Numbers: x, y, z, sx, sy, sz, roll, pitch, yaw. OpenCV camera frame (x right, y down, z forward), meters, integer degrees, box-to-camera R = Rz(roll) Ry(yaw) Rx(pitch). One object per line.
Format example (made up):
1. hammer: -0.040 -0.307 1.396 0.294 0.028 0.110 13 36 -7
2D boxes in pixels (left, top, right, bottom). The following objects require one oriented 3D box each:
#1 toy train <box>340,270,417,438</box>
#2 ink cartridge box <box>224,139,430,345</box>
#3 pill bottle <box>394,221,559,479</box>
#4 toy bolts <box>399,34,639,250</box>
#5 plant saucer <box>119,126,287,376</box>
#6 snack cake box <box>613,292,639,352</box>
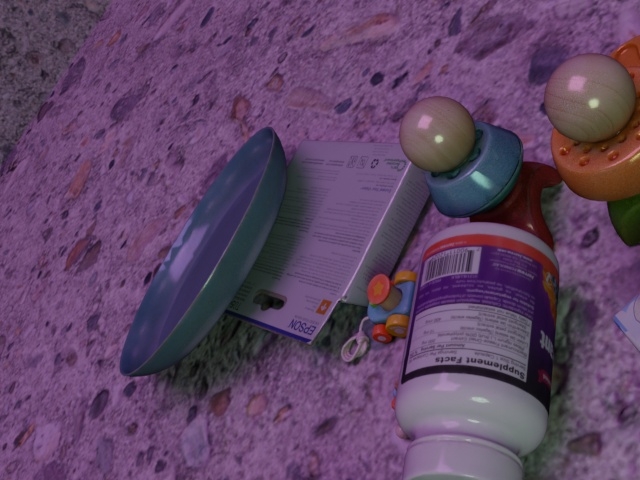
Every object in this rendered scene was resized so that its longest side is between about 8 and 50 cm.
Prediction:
1. toy train: 0.067 0.085 0.814 0.125 0.046 0.166 -53 32 -1
2. ink cartridge box: 0.000 0.000 0.986 0.223 0.045 0.224 12 70 57
3. pill bottle: 0.112 0.093 0.689 0.108 0.108 0.193 -20 44 41
4. toy bolts: 0.178 -0.098 0.744 0.228 0.158 0.218 -23 42 38
5. plant saucer: -0.124 0.018 1.067 0.317 0.044 0.317 -51 18 23
6. snack cake box: 0.314 0.018 0.520 0.264 0.089 0.152 -44 33 13
